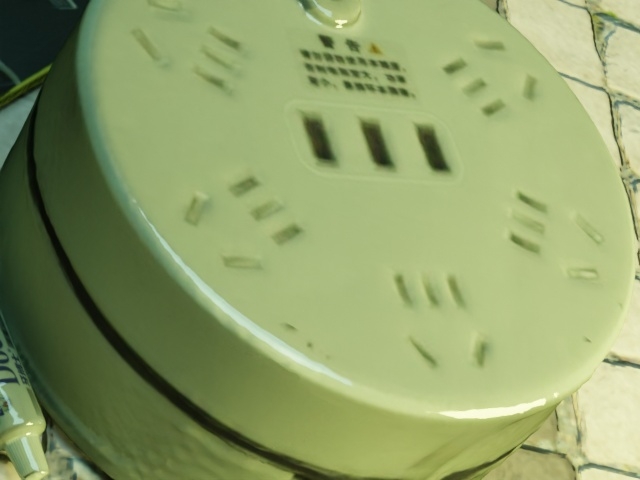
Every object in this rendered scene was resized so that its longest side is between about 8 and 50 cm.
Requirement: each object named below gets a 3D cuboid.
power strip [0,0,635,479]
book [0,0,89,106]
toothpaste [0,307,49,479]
[{"bbox_3d":[0.000,0.000,1.020,0.358,0.161,0.357,18,47,-20],"label":"power strip"},{"bbox_3d":[-0.293,-0.155,1.057,0.262,0.028,0.374,45,44,4],"label":"book"},{"bbox_3d":[-0.183,0.037,0.961,0.048,0.029,0.197,-6,61,-43],"label":"toothpaste"}]
